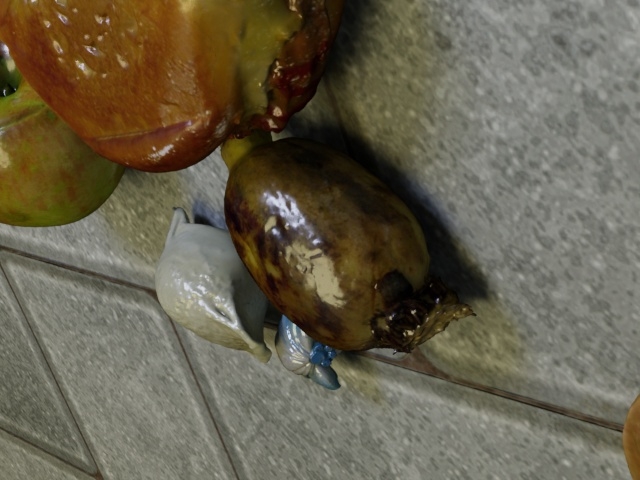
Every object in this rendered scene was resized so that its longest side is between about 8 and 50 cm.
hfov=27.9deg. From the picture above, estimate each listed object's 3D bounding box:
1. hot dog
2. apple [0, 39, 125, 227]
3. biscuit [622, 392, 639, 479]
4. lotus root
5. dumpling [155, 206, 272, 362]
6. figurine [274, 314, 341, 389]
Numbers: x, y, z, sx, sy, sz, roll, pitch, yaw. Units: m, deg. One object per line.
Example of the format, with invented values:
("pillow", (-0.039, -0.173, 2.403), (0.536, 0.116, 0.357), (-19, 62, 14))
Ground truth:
("hot dog", (-0.131, -0.190, 1.189), (0.405, 0.185, 0.223), (2, 120, 53))
("apple", (-0.338, -0.134, 1.531), (0.246, 0.246, 0.226), (36, 163, 28))
("biscuit", (0.377, 0.254, 1.060), (0.275, 0.052, 0.355), (-17, 104, 57))
("lotus root", (0.000, 0.000, 1.237), (0.314, 0.141, 0.169), (43, 143, 20))
("dumpling", (-0.112, 0.067, 1.481), (0.216, 0.126, 0.166), (23, 153, 37))
("figurine", (-0.012, 0.109, 1.439), (0.114, 0.079, 0.114), (59, -175, -9))
